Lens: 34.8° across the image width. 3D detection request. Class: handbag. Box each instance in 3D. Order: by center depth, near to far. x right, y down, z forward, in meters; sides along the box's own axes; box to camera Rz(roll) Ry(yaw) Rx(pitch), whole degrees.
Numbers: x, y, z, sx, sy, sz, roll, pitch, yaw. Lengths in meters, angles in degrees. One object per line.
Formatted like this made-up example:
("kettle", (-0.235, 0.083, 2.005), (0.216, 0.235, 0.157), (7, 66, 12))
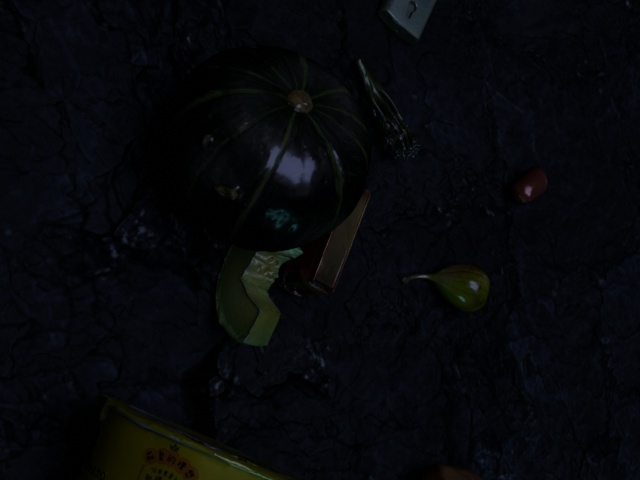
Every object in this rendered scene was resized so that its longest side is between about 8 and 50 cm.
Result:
("handbag", (0.000, 0.000, 1.671), (0.063, 0.127, 0.190), (33, 66, -28))

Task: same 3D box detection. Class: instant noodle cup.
("instant noodle cup", (-0.206, 0.384, 1.379), (0.325, 0.325, 0.254), (31, 78, -31))

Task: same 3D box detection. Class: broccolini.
("broccolini", (0.109, -0.232, 1.836), (0.091, 0.068, 0.203), (-32, 89, -48))

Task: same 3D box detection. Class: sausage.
("sausage", (0.417, -0.108, 2.039), (0.094, 0.059, 0.054), (-38, 86, -32))

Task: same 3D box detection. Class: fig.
("fig", (0.241, 0.073, 1.871), (0.166, 0.093, 0.093), (26, 70, -32))

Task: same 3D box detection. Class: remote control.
("remote control", (0.185, -0.485, 1.916), (0.098, 0.038, 0.233), (36, 66, -29))

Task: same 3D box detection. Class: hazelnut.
("hazelnut", (0.221, 0.467, 1.801), (0.150, 0.150, 0.150), (4, 83, -37))

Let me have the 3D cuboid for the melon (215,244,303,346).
("melon", (-0.098, 0.060, 1.601), (0.064, 0.118, 0.209), (31, 79, -45))

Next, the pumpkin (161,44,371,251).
("pumpkin", (-0.079, -0.139, 1.519), (0.323, 0.241, 0.323), (14, 46, -15))
